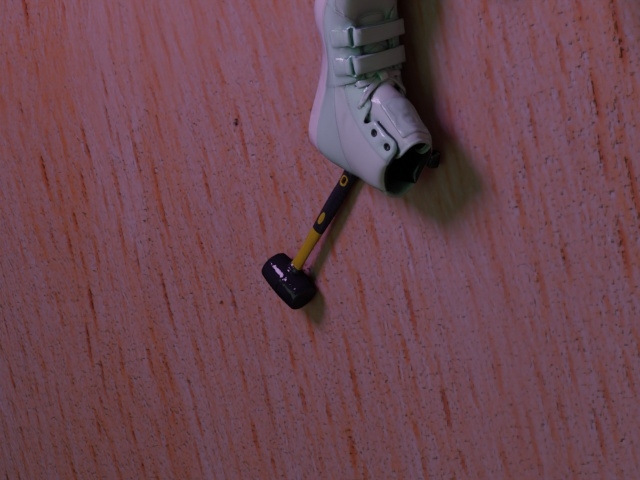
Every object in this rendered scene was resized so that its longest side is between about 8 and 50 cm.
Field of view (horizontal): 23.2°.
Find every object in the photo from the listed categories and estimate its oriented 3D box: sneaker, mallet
[{"bbox_3d":[0.068,-0.166,1.526,0.151,0.094,0.256,40,139,39],"label":"sneaker"},{"bbox_3d":[0.000,0.000,1.701,0.062,0.039,0.190,55,131,20],"label":"mallet"}]
